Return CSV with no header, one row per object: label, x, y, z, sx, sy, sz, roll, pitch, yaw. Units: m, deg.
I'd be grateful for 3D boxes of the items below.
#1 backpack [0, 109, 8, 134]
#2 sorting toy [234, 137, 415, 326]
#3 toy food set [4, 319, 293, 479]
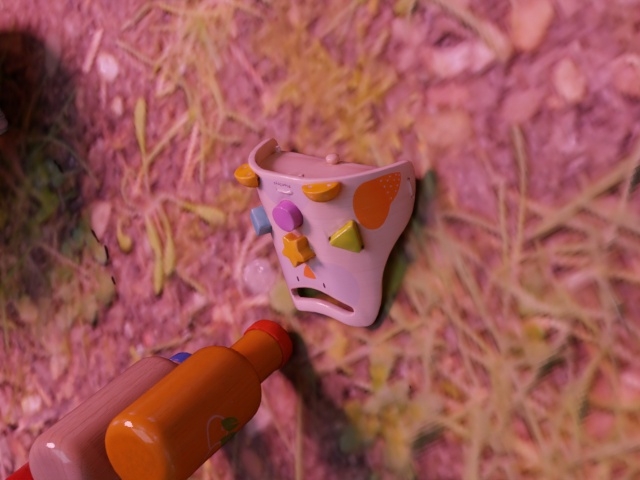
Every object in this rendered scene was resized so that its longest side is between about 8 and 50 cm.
backpack,-0.268,-0.065,0.750,0.188,0.166,0.144,-11,98,45
sorting toy,0.000,0.000,0.602,0.083,0.045,0.075,12,121,41
toy food set,-0.082,0.140,0.665,0.111,0.104,0.232,22,126,25
